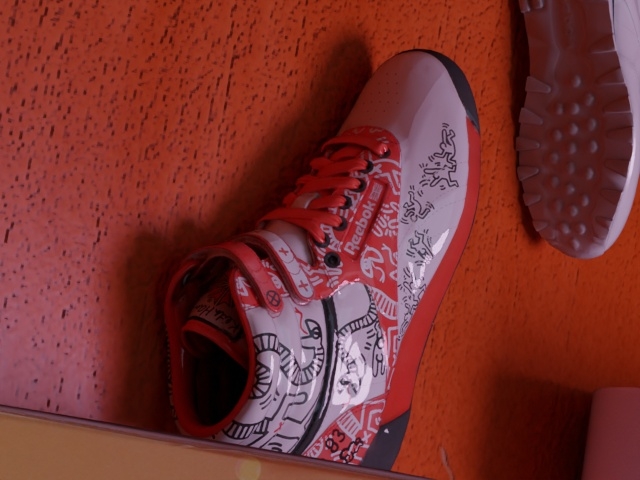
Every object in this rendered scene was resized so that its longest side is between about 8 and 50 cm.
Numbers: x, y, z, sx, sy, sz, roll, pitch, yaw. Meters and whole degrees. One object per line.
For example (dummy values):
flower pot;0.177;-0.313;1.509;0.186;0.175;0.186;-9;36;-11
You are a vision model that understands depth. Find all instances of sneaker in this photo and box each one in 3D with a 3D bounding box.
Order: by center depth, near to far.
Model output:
sneaker;0.001;0.001;0.848;0.145;0.090;0.270;24;77;-45
sneaker;0.190;-0.105;1.043;0.095;0.090;0.235;-1;93;-54

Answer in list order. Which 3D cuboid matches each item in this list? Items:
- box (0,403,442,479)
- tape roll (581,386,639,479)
box;-0.109;0.178;0.612;0.345;0.168;0.215;12;81;-23
tape roll;0.317;0.167;1.025;0.286;0.286;0.100;18;79;-43
